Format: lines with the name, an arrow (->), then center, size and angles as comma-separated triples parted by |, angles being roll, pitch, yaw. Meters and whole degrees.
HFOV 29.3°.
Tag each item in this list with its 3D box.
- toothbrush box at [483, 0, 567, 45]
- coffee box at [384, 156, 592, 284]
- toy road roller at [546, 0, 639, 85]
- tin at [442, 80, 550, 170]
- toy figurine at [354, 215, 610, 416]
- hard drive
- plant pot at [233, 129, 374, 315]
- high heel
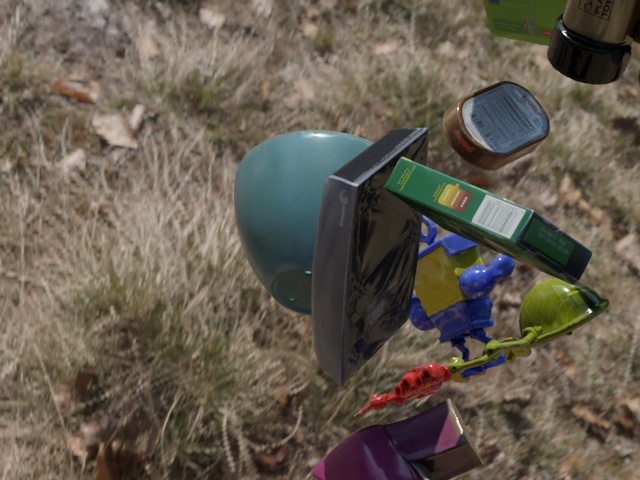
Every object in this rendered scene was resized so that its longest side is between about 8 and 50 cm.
toothbrush box -> 0.320, -0.401, 1.652 | 0.206, 0.283, 0.122 | 16, 60, 32
coffee box -> 0.159, -0.021, 1.183 | 0.113, 0.184, 0.040 | 29, 88, -42
toy road roller -> 0.435, -0.277, 1.372 | 0.329, 0.202, 0.240 | 28, 45, 20
tin -> 0.241, -0.157, 1.655 | 0.189, 0.040, 0.106 | -27, 81, -45
toy figurine -> 0.161, 0.061, 1.523 | 0.191, 0.362, 0.217 | -12, 76, -34
hard drive -> 0.052, 0.014, 1.326 | 0.054, 0.255, 0.172 | 21, 37, 25
plant pot -> 0.000, 0.000, 1.877 | 0.290, 0.290, 0.195 | 13, 54, -8
high heel -> 0.109, 0.337, 1.246 | 0.181, 0.127, 0.377 | -27, 36, 8
